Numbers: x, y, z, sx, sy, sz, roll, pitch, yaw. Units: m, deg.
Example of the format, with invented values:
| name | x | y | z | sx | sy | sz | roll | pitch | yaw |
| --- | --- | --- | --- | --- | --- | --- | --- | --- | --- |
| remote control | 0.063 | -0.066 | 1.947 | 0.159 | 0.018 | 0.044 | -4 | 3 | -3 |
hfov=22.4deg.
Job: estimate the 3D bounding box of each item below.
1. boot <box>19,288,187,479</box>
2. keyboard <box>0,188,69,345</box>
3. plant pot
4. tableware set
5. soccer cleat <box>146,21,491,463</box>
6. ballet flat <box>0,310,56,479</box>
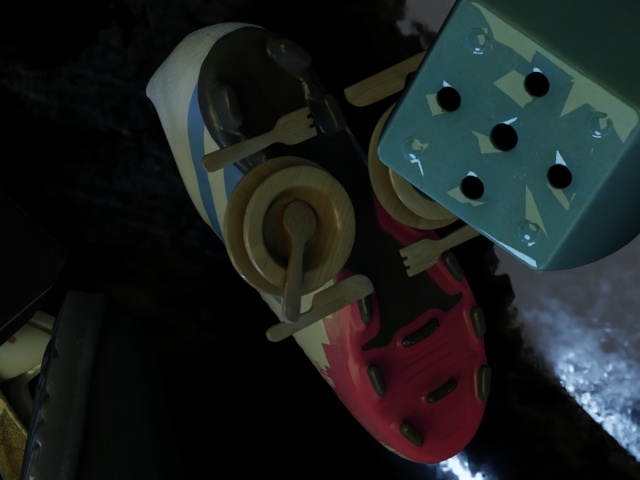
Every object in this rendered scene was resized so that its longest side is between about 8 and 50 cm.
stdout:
| name | x | y | z | sx | sy | sz | roll | pitch | yaw |
| --- | --- | --- | --- | --- | --- | --- | --- | --- | --- |
| boot | 0.023 | 0.238 | 1.035 | 0.445 | 0.146 | 0.367 | 8 | 89 | -10 |
| keyboard | -0.358 | -0.021 | 1.197 | 0.317 | 0.201 | 0.033 | 41 | 148 | 10 |
| plant pot | 0.140 | -0.093 | 0.869 | 0.165 | 0.234 | 0.165 | 36 | 123 | 9 |
| tableware set | 0.031 | -0.028 | 0.988 | 0.039 | 0.194 | 0.128 | 5 | 118 | 61 |
| soccer cleat | 0.000 | 0.000 | 1.078 | 0.143 | 0.116 | 0.331 | 3 | 126 | 60 |
| ballet flat | -0.220 | 0.128 | 1.249 | 0.123 | 0.123 | 0.348 | -29 | 96 | 35 |
